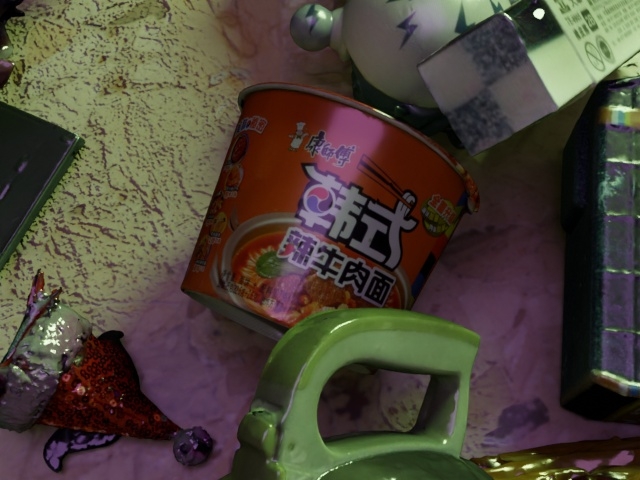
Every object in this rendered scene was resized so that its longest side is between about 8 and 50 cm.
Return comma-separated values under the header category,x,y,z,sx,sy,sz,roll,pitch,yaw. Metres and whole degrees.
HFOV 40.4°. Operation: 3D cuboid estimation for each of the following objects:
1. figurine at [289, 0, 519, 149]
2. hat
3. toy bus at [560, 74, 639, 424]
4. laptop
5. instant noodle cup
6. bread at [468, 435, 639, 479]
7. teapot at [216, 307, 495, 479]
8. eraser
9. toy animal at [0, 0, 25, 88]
category,x,y,z,sx,sy,sz,roll,pitch,yaw
figurine,0.087,-0.276,0.940,0.261,0.186,0.382,-18,74,0
hat,-0.202,0.144,0.829,0.227,0.129,0.140,28,47,-7
toy bus,0.333,0.012,0.833,0.194,0.162,0.324,5,70,5
laptop,-0.370,-0.056,0.936,0.153,0.026,0.207,24,71,10
instant noodle cup,0.000,0.000,0.808,0.250,0.250,0.192,22,79,9
bread,0.259,0.317,0.707,0.277,0.167,0.325,-7,67,-2
teapot,0.031,0.227,0.645,0.322,0.239,0.239,-56,41,11
eraser,0.236,-0.190,0.827,0.404,0.096,0.098,-33,94,-49
toy animal,-0.440,-0.161,0.937,0.324,0.090,0.195,-39,43,-8
